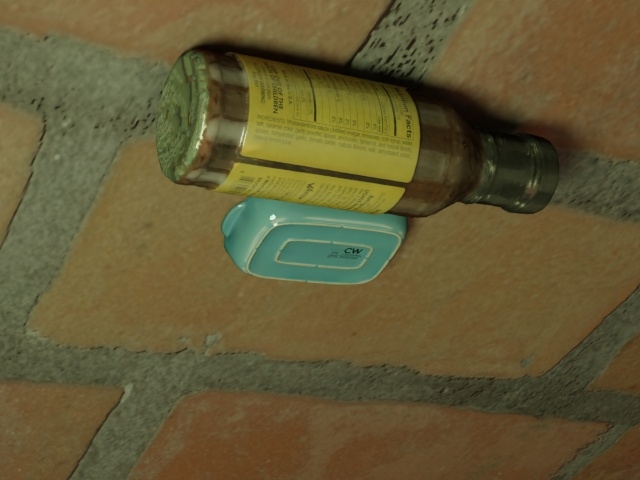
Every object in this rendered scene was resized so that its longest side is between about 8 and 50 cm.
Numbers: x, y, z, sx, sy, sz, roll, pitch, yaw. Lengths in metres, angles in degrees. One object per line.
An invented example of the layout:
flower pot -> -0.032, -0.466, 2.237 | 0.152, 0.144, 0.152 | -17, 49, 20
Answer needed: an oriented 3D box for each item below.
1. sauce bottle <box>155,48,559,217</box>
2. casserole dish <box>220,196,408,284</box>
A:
sauce bottle -> 0.039, -0.074, 1.068 | 0.344, 0.111, 0.111 | 9, 138, -29
casserole dish -> 0.000, 0.000, 1.216 | 0.188, 0.037, 0.114 | 5, 140, -27
